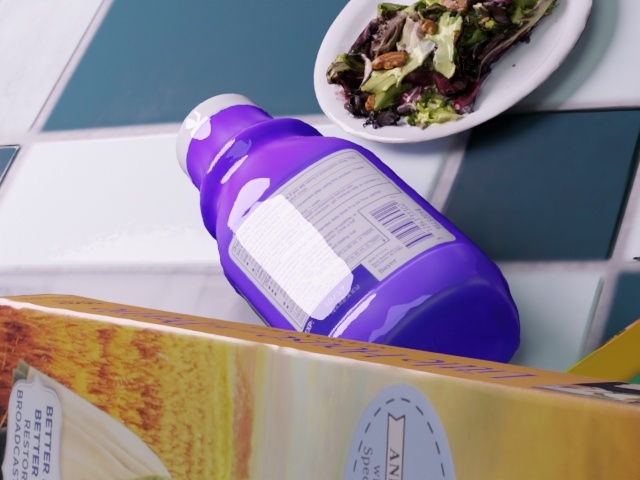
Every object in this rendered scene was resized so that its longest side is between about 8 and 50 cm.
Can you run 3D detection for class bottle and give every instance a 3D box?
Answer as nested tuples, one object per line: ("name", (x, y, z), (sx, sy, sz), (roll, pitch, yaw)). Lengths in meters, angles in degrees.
("bottle", (0.000, 0.000, 1.001), (0.118, 0.092, 0.283), (-39, 41, -6))

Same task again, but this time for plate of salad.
("plate of salad", (0.082, -0.145, 1.121), (0.200, 0.048, 0.200), (-17, 45, 18))

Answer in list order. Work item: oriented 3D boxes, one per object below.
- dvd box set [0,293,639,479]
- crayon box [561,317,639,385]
("dvd box set", (-0.006, 0.190, 0.661), (0.420, 0.062, 0.308), (7, 94, 48))
("crayon box", (0.178, 0.163, 0.656), (0.165, 0.081, 0.278), (-32, 62, -13))
